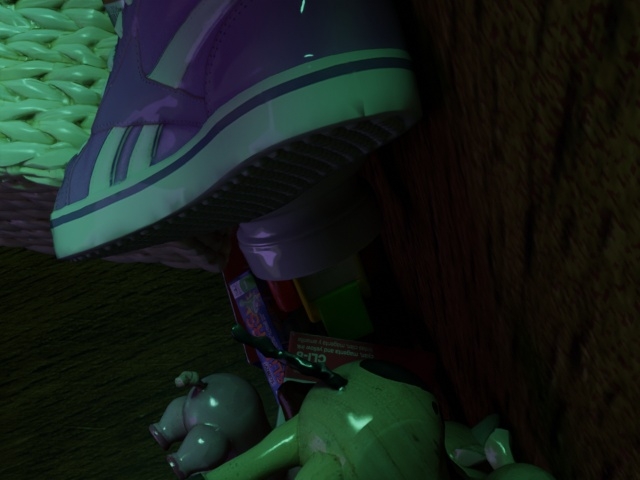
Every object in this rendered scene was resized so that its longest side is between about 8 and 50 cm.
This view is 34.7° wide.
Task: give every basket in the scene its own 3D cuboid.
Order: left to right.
[{"bbox_3d":[-0.234,-0.143,0.810,0.328,0.331,0.266,56,-138,-75],"label":"basket"}]

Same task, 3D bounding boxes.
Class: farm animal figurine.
[{"bbox_3d":[0.063,0.178,0.571,0.327,0.172,0.330,54,169,5],"label":"farm animal figurine"}]

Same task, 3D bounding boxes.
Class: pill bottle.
[{"bbox_3d":[-0.040,-0.090,0.616,0.121,0.121,0.216,-118,5,-70],"label":"pill bottle"}]

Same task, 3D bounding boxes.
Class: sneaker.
[{"bbox_3d":[-0.066,-0.088,0.503,0.282,0.102,0.161,-25,82,49],"label":"sneaker"}]

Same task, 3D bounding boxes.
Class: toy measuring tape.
[{"bbox_3d":[-0.017,-0.026,0.921,0.121,0.121,0.330,-115,3,-45],"label":"toy measuring tape"}]

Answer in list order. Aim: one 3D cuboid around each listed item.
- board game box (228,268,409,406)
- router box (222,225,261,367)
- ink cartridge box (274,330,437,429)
[{"bbox_3d":[0.006,0.086,1.058,0.201,0.035,0.136,-7,-110,-53],"label":"board game box"},{"bbox_3d":[-0.077,0.015,1.332,0.335,0.082,0.301,75,178,-79],"label":"router box"},{"bbox_3d":[0.024,0.177,0.887,0.128,0.127,0.176,89,-170,-82],"label":"ink cartridge box"}]
